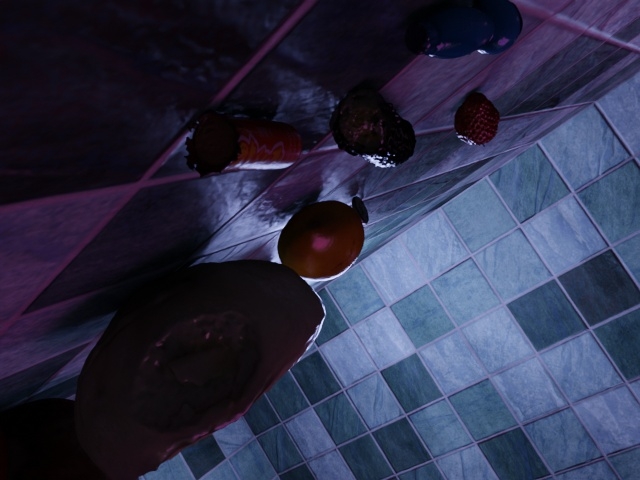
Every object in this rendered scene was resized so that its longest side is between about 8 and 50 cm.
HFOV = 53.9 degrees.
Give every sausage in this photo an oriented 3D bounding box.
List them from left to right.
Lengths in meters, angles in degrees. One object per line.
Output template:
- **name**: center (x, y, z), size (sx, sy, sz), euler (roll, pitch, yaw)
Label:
- **sausage**: center (-0.051, -0.076, 0.508), size (0.145, 0.048, 0.050), euler (-19, 127, -68)

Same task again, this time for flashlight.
- **flashlight**: center (0.124, -0.182, 0.540), size (0.129, 0.051, 0.051), euler (-20, 167, -39)

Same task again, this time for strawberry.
- **strawberry**: center (0.234, -0.183, 0.934), size (0.073, 0.073, 0.083), euler (-31, 158, -11)

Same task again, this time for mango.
- **mango**: center (0.000, 0.000, 0.988), size (0.145, 0.112, 0.219), euler (-29, 169, -1)

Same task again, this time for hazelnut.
- **hazelnut**: center (-0.514, 0.475, 1.096), size (0.421, 0.353, 0.420), euler (-31, 130, -45)

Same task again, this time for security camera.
- **security camera**: center (0.039, -0.042, 1.177), size (0.092, 0.058, 0.058), euler (-22, 178, 25)

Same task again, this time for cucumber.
- **cucumber**: center (0.073, -0.113, 0.703), size (0.067, 0.067, 0.245), euler (-34, 171, 16)

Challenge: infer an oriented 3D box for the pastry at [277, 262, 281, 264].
- **pastry**: center (-0.150, 0.123, 1.283), size (0.258, 0.089, 0.121), euler (-32, 178, -13)

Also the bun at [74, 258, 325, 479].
- **bun**: center (-0.178, 0.146, 0.858), size (0.364, 0.202, 0.364), euler (-37, 178, -1)

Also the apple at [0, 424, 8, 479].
- **apple**: center (-0.383, 0.226, 0.582), size (0.181, 0.181, 0.168), euler (-34, 171, 14)
